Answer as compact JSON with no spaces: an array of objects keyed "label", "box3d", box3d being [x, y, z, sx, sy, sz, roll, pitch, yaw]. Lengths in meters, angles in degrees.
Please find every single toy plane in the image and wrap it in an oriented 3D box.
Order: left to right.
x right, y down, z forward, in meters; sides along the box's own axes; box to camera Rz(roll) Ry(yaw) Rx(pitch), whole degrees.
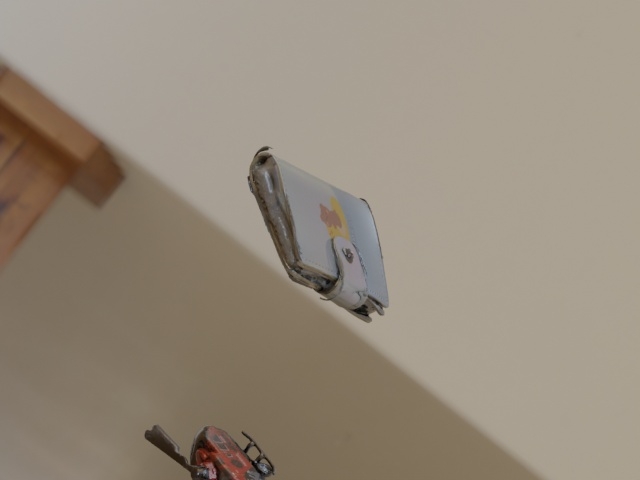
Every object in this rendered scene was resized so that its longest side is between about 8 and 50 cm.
[{"label":"toy plane","box3d":[-0.057,0.163,0.992,0.145,0.060,0.037,45,-68,44]}]

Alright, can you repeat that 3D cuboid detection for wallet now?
[{"label":"wallet","box3d":[0.000,0.000,1.725,0.069,0.231,0.170,-26,-117,22]}]
